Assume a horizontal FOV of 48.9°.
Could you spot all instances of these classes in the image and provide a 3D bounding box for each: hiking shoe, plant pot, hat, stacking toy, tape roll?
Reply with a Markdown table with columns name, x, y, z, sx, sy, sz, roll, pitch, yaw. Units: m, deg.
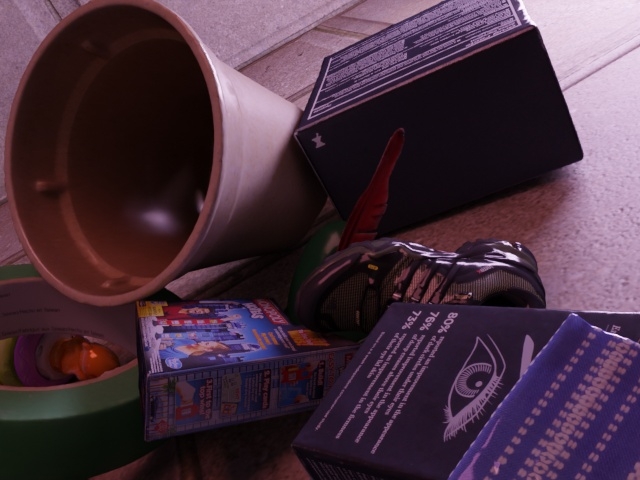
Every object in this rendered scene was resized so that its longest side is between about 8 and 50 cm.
| name | x | y | z | sx | sy | sz | roll | pitch | yaw |
| --- | --- | --- | --- | --- | --- | --- | --- | --- | --- |
| hiking shoe | 0.090 | 0.057 | 0.616 | 0.227 | 0.086 | 0.114 | -8 | 33 | 0 |
| plant pot | -0.156 | -0.091 | 0.878 | 0.334 | 0.333 | 0.305 | -13 | -8 | 30 |
| hat | 0.000 | 0.000 | 0.741 | 0.209 | 0.183 | 0.173 | -33 | 26 | -8 |
| stacking toy | -0.383 | 0.146 | 0.931 | 0.302 | 0.175 | 0.165 | 0 | 39 | 27 |
| tape roll | -0.289 | 0.122 | 0.743 | 0.322 | 0.077 | 0.321 | 7 | 20 | -3 |

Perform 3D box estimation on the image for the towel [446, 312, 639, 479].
| name | x | y | z | sx | sy | sz | roll | pitch | yaw |
| --- | --- | --- | --- | --- | --- | --- | --- | --- | --- |
| towel | 0.192 | 0.180 | 0.259 | 0.336 | 0.040 | 0.243 | 25 | 57 | 34 |

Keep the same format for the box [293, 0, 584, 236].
| name | x | y | z | sx | sy | sz | roll | pitch | yaw |
| --- | --- | --- | --- | --- | --- | --- | --- | --- | --- |
| box | 0.150 | -0.179 | 0.924 | 0.297 | 0.182 | 0.294 | -21 | 25 | 20 |

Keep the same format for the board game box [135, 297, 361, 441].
| name | x | y | z | sx | sy | sz | roll | pitch | yaw |
| --- | --- | --- | --- | --- | --- | --- | --- | --- | --- |
| board game box | -0.070 | 0.109 | 0.660 | 0.194 | 0.060 | 0.194 | 1 | 13 | -17 |

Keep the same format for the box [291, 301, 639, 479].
| name | x | y | z | sx | sy | sz | roll | pitch | yaw |
| --- | --- | --- | --- | --- | --- | --- | --- | --- | --- |
| box | 0.113 | 0.131 | 0.472 | 0.207 | 0.108 | 0.153 | -1 | 38 | 44 |
